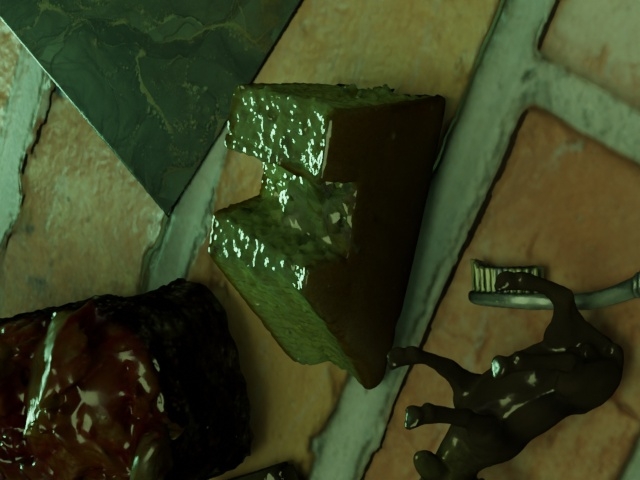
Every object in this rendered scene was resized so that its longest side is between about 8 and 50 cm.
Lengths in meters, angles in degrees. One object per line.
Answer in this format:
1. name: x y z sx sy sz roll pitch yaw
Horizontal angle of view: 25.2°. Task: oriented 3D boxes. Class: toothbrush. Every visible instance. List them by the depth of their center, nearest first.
1. toothbrush: 0.250 0.026 0.900 0.375 0.028 0.037 -2 91 40

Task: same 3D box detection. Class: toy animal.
1. toy animal: 0.119 0.135 0.978 0.214 0.186 0.093 -35 45 17

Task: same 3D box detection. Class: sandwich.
1. sandwich: 0.000 0.000 1.037 0.122 0.128 0.235 23 113 42

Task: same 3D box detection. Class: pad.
1. pad: -0.183 -0.230 1.213 0.367 0.007 0.247 48 125 21

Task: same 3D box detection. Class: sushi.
1. sushi: -0.201 0.146 1.195 0.343 0.182 0.196 -11 99 43

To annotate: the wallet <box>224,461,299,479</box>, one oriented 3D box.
1. wallet: -0.032 0.288 1.181 0.110 0.031 0.198 -24 84 40
